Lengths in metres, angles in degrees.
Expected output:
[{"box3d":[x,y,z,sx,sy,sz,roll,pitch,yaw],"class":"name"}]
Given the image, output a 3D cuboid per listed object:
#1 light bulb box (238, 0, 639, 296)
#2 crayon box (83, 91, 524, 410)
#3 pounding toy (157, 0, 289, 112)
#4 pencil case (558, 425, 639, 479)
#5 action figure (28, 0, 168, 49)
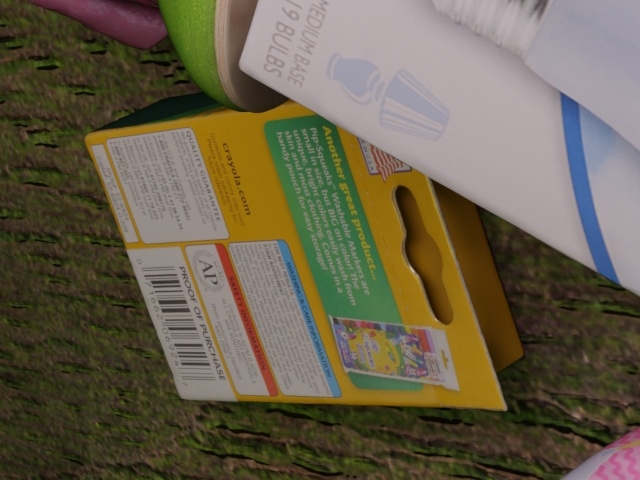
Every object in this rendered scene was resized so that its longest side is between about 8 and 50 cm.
[{"box3d":[0.206,-0.146,0.686,0.361,0.225,0.358,30,143,7],"class":"light bulb box"},{"box3d":[0.000,0.000,1.245,0.323,0.083,0.203,-3,110,51],"class":"crayon box"},{"box3d":[-0.038,-0.180,0.816,0.110,0.183,0.237,22,114,16],"class":"pounding toy"},{"box3d":[0.143,0.188,1.045,0.124,0.273,0.113,14,130,56],"class":"pencil case"},{"box3d":[-0.097,-0.171,1.115,0.370,0.276,0.248,9,126,30],"class":"action figure"}]
